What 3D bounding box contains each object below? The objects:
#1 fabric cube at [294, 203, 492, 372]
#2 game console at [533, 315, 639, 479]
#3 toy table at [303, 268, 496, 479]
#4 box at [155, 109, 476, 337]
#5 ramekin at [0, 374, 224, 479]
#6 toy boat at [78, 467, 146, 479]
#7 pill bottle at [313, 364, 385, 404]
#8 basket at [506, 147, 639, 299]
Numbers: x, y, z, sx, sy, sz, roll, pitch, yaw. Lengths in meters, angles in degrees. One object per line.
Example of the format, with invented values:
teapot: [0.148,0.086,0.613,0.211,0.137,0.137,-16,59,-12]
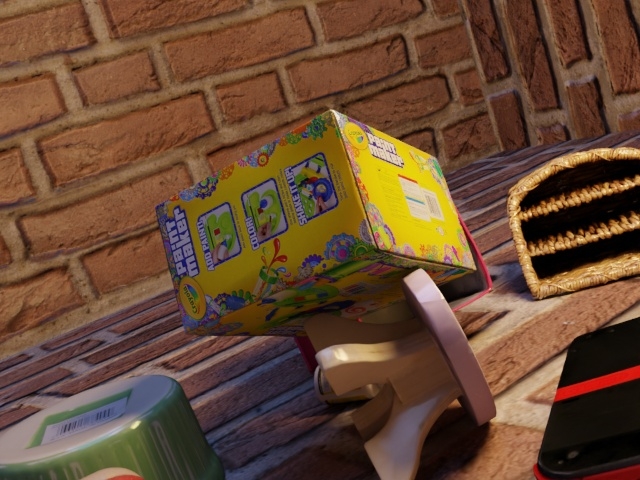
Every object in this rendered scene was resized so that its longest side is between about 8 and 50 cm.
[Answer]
fabric cube: [0.082,0.047,1.423,0.259,0.254,0.258,-23,-6,-27]
game console: [0.411,0.135,0.834,0.386,0.060,0.342,-24,8,30]
toy table: [0.099,0.164,1.008,0.161,0.274,0.252,-28,43,-1]
box: [0.000,0.000,1.079,0.279,0.177,0.290,-25,-19,26]
ramekin: [-0.296,0.301,1.129,0.303,0.148,0.303,-17,9,3]
toy boat: [-0.256,0.355,0.868,0.231,0.151,0.151,-23,40,-28]
pill bottle: [0.054,0.210,1.269,0.116,0.065,0.065,-13,10,25]
basket: [0.495,-0.051,1.516,0.299,0.213,0.223,-15,9,15]
